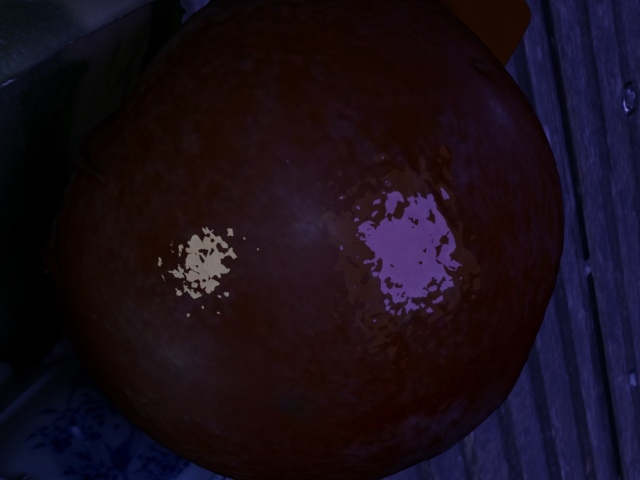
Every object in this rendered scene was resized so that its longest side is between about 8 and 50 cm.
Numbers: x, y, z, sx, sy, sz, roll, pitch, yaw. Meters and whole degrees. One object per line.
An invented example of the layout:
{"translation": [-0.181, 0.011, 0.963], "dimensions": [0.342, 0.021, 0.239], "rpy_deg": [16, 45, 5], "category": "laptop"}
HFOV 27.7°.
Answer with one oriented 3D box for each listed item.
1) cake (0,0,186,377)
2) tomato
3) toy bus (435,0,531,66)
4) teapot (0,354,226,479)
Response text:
{"translation": [-0.193, -0.064, 0.748], "dimensions": [0.158, 0.172, 0.283], "rpy_deg": [-38, 158, -33], "category": "cake"}
{"translation": [0.000, 0.000, 0.663], "dimensions": [0.265, 0.265, 0.264], "rpy_deg": [-13, 107, -48], "category": "tomato"}
{"translation": [0.037, -0.266, 0.945], "dimensions": [0.093, 0.092, 0.409], "rpy_deg": [-58, 134, -21], "category": "toy bus"}
{"translation": [-0.143, 0.125, 0.751], "dimensions": [0.232, 0.159, 0.158], "rpy_deg": [-32, 126, -77], "category": "teapot"}
